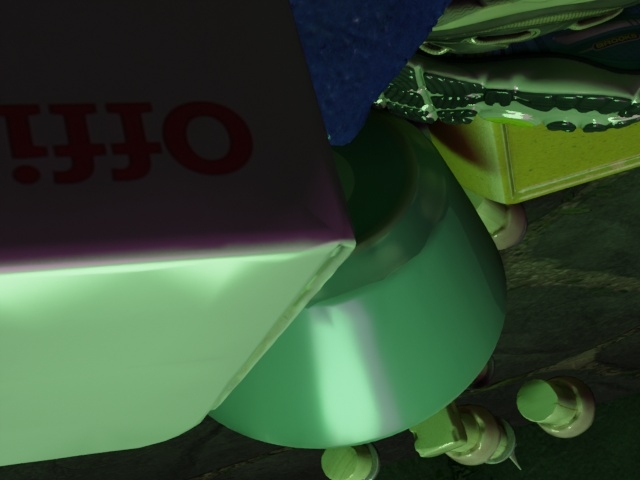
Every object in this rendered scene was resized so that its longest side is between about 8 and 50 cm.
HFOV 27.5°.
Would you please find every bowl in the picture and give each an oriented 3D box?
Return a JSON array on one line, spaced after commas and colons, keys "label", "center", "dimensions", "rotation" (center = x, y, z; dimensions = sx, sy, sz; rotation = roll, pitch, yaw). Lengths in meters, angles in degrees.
[{"label": "bowl", "center": [0.000, 0.000, 1.095], "dimensions": [0.312, 0.311, 0.163], "rotation": [-14, 140, -3]}]

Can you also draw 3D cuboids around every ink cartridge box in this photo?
[{"label": "ink cartridge box", "center": [-0.185, -0.126, 0.446], "dimensions": [0.285, 0.395, 0.166], "rotation": [-5, 156, -25]}]

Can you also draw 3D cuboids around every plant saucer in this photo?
[{"label": "plant saucer", "center": [0.259, -0.137, 1.163], "dimensions": [0.333, 0.081, 0.333], "rotation": [-17, 160, 6]}]

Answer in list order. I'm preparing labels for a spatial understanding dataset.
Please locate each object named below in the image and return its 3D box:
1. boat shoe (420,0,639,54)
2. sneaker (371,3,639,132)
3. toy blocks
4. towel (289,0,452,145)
[{"label": "boat shoe", "center": [0.095, -0.176, 0.882], "dimensions": [0.355, 0.132, 0.130], "rotation": [-7, 158, -16]}, {"label": "sneaker", "center": [0.121, -0.149, 1.000], "dimensions": [0.275, 0.110, 0.107], "rotation": [6, 165, 2]}, {"label": "toy blocks", "center": [0.123, 0.120, 1.448], "dimensions": [0.309, 0.288, 0.260], "rotation": [-23, 162, 19]}, {"label": "towel", "center": [0.013, -0.206, 0.659], "dimensions": [0.228, 0.076, 0.308], "rotation": [17, 112, -47]}]
